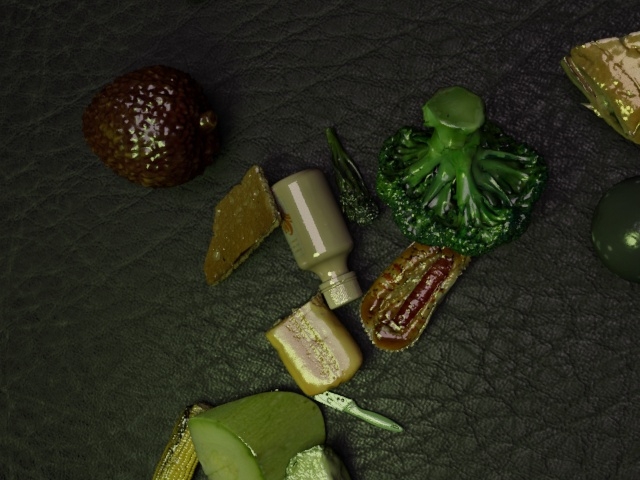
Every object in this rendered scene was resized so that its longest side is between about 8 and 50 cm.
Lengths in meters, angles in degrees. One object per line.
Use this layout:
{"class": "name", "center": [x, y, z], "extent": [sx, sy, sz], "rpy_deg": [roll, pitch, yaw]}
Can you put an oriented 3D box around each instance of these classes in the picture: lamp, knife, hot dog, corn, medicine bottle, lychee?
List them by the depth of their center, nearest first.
{"class": "lamp", "center": [0.603, -0.012, 1.493], "extent": [0.314, 0.182, 0.181], "rpy_deg": [6, 90, -16]}
{"class": "hot dog", "center": [0.170, 0.085, 1.616], "extent": [0.131, 0.069, 0.252], "rpy_deg": [41, 96, 12]}
{"class": "medicine bottle", "center": [0.000, 0.000, 1.635], "extent": [0.114, 0.114, 0.252], "rpy_deg": [-25, 83, 11]}
{"class": "lychee", "center": [-0.310, -0.206, 1.654], "extent": [0.271, 0.236, 0.235], "rpy_deg": [2, 89, 29]}
{"class": "knife", "center": [0.059, 0.310, 1.665], "extent": [0.207, 0.014, 0.030], "rpy_deg": [20, 95, 13]}
{"class": "corn", "center": [-0.261, 0.404, 1.710], "extent": [0.072, 0.072, 0.203], "rpy_deg": [25, 94, 12]}

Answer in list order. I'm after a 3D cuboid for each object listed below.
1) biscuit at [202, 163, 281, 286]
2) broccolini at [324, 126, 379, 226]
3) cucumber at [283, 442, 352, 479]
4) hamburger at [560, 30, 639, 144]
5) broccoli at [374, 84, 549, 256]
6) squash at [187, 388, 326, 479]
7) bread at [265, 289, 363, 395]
{"class": "biscuit", "center": [-0.158, -0.024, 1.673], "extent": [0.237, 0.026, 0.131], "rpy_deg": [-43, 56, 38]}
{"class": "broccolini", "center": [0.047, -0.114, 1.662], "extent": [0.068, 0.091, 0.202], "rpy_deg": [-47, 57, 39]}
{"class": "cucumber", "center": [0.014, 0.524, 1.622], "extent": [0.145, 0.105, 0.325], "rpy_deg": [-15, 90, 15]}
{"class": "hamburger", "center": [0.579, -0.249, 1.483], "extent": [0.330, 0.162, 0.209], "rpy_deg": [-10, 89, 10]}
{"class": "broccoli", "center": [0.236, -0.115, 1.493], "extent": [0.298, 0.297, 0.297], "rpy_deg": [-2, 61, 3]}
{"class": "squash", "center": [-0.102, 0.398, 1.676], "extent": [0.204, 0.155, 0.236], "rpy_deg": [-17, 99, 37]}
{"class": "bread", "center": [-0.008, 0.194, 1.647], "extent": [0.134, 0.085, 0.173], "rpy_deg": [-35, 80, 7]}
